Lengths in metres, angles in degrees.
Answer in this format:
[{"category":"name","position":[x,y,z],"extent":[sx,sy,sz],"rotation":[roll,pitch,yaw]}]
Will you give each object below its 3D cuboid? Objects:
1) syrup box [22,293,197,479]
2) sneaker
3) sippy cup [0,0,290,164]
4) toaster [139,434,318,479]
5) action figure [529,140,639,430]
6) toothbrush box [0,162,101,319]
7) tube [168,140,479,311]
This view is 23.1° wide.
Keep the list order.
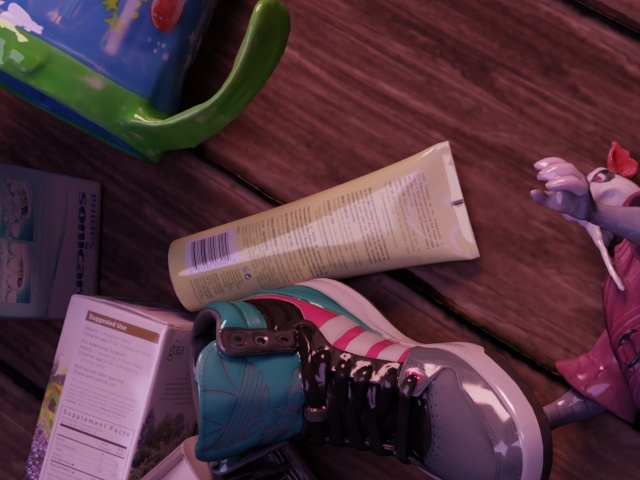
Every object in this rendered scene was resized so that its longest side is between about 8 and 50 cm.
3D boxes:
[{"category":"syrup box","position":[-0.168,0.166,1.260],"extent":[0.096,0.093,0.237],"rotation":[15,92,23]},{"category":"sneaker","position":[0.003,0.109,1.070],"extent":[0.295,0.178,0.124],"rotation":[24,119,50]},{"category":"sippy cup","position":[-0.176,-0.210,1.234],"extent":[0.305,0.240,0.224],"rotation":[30,87,-10]},{"category":"toaster","position":[-0.059,0.230,1.161],"extent":[0.110,0.186,0.168],"rotation":[-46,70,24]},{"category":"action figure","position":[0.259,0.078,1.040],"extent":[0.276,0.248,0.370],"rotation":[-3,56,-10]},{"category":"toothbrush box","position":[-0.338,-0.002,1.234],"extent":[0.216,0.295,0.126],"rotation":[0,87,21]},{"category":"tube","position":[0.000,0.000,1.227],"extent":[0.240,0.070,0.062],"rotation":[-16,42,17]}]
